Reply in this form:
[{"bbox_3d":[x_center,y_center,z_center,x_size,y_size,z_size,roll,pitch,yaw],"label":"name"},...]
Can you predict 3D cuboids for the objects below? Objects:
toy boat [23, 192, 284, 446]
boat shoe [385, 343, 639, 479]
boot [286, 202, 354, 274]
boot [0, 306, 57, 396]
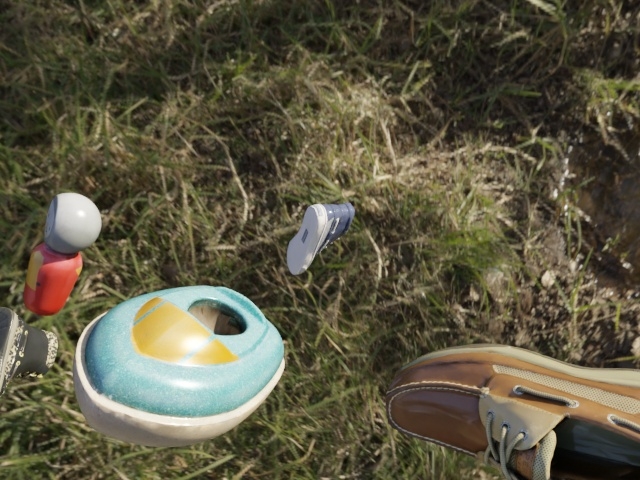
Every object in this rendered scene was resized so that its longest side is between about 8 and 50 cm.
[{"bbox_3d":[-0.193,0.080,0.699,0.318,0.267,0.148,32,110,13],"label":"toy boat"},{"bbox_3d":[0.220,0.188,0.657,0.324,0.122,0.120,-1,24,25],"label":"boat shoe"},{"bbox_3d":[0.000,0.000,1.247,0.086,0.190,0.069,-7,58,-28],"label":"boot"},{"bbox_3d":[-0.602,0.264,1.251,0.085,0.178,0.236,5,70,12],"label":"boot"}]
